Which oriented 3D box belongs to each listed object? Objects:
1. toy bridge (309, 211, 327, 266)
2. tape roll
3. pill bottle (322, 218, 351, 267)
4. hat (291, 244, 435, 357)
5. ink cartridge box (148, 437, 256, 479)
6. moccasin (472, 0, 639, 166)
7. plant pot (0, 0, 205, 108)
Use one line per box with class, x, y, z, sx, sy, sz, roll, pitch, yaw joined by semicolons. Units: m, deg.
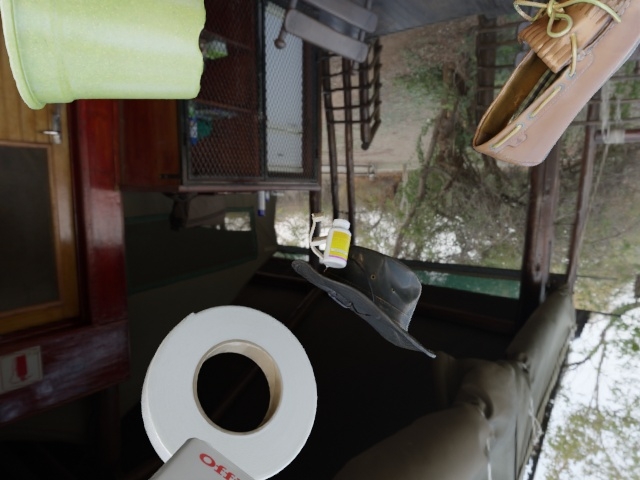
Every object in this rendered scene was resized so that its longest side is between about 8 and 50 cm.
toy bridge;0.000;0.000;1.219;0.063;0.188;0.026;-11;-147;9
tape roll;-0.193;0.334;0.933;0.391;0.393;0.072;-5;151;-36
pill bottle;0.031;0.005;0.752;0.043;0.084;0.043;10;161;4
hat;0.109;0.093;0.833;0.331;0.134;0.331;33;168;8
ink cartridge box;-0.091;0.288;0.289;0.198;0.115;0.273;35;177;6
moccasin;0.356;-0.290;0.622;0.146;0.380;0.139;9;-131;-12
plant pot;-0.326;-0.341;0.670;0.253;0.277;0.276;0;-173;-23
